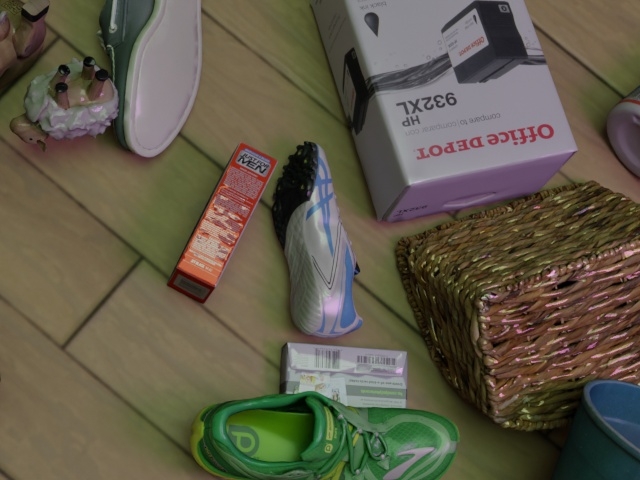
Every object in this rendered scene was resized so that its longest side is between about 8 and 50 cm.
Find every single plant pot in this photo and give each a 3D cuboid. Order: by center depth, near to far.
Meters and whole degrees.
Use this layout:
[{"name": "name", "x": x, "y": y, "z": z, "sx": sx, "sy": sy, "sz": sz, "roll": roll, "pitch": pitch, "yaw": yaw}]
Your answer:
[{"name": "plant pot", "x": 0.352, "y": 0.326, "z": 1.426, "sx": 0.272, "sy": 0.271, "sz": 0.255, "roll": 22, "pitch": 105, "yaw": -7}]

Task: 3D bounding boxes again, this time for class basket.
[{"name": "basket", "x": 0.273, "y": 0.080, "z": 1.573, "sx": 0.299, "sy": 0.223, "sz": 0.213, "roll": -19, "pitch": 113, "yaw": -17}]

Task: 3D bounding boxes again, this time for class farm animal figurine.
[{"name": "farm animal figurine", "x": -0.435, "y": -0.187, "z": 1.452, "sx": 0.327, "sy": 0.172, "sz": 0.330, "roll": -31, "pitch": 76, "yaw": -31}]

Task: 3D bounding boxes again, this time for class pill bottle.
[{"name": "pill bottle", "x": 0.478, "y": -0.178, "z": 1.673, "sx": 0.221, "sy": 0.124, "sz": 0.124, "roll": -37, "pitch": 86, "yaw": -19}]

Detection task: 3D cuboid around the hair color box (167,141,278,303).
[{"name": "hair color box", "x": -0.113, "y": -0.019, "z": 1.509, "sx": 0.053, "sy": 0.093, "sz": 0.167, "roll": 28, "pitch": 70, "yaw": -5}]

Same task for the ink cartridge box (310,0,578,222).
[{"name": "ink cartridge box", "x": 0.143, "y": -0.200, "z": 1.587, "sx": 0.223, "sy": 0.129, "sz": 0.307, "roll": -12, "pitch": 74, "yaw": -16}]

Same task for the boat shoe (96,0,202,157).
[{"name": "boat shoe", "x": -0.208, "y": -0.252, "z": 1.566, "sx": 0.099, "sy": 0.116, "sz": 0.319, "roll": 1, "pitch": 79, "yaw": 32}]

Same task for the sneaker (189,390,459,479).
[{"name": "sneaker", "x": 0.010, "y": 0.222, "z": 1.417, "sx": 0.296, "sy": 0.123, "sz": 0.109, "roll": 3, "pitch": 74, "yaw": -11}]

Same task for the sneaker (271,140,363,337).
[{"name": "sneaker", "x": 0.000, "y": 0.000, "z": 1.545, "sx": 0.086, "sy": 0.085, "sz": 0.237, "roll": 8, "pitch": 68, "yaw": -38}]

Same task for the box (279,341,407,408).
[{"name": "box", "x": 0.025, "y": 0.214, "z": 1.508, "sx": 0.145, "sy": 0.038, "sz": 0.186, "roll": 5, "pitch": 73, "yaw": -11}]
